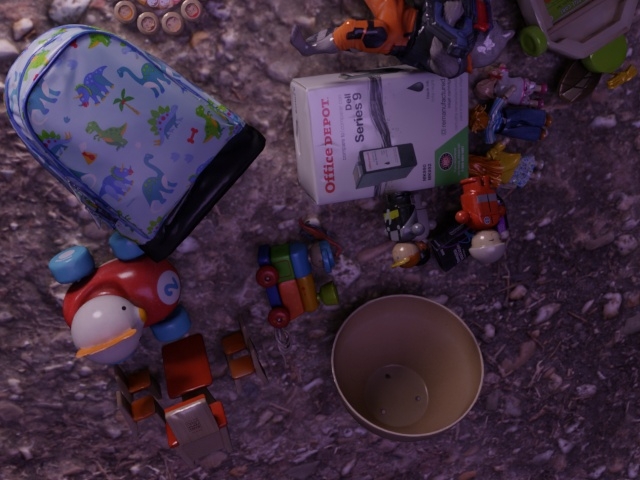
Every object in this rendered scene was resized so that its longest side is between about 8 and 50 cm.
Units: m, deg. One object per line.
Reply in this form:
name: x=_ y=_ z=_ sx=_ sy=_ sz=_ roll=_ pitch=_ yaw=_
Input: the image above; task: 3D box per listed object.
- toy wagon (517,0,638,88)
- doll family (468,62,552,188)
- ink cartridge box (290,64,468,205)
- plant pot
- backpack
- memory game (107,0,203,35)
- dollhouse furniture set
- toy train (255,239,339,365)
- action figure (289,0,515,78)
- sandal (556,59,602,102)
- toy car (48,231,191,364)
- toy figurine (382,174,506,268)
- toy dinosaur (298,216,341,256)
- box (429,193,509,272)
toy wagon: x=0.462 y=-0.430 z=1.198 sx=0.267 sy=0.068 sz=0.344 roll=-32 pitch=109 yaw=-9
doll family: x=0.340 y=-0.191 z=1.257 sx=0.163 sy=0.118 sz=0.262 roll=2 pitch=110 yaw=-15
ink cartridge box: x=0.105 y=-0.192 z=1.193 sx=0.289 sy=0.121 sz=0.211 roll=-11 pitch=113 yaw=-11
plant pot: x=0.161 y=0.275 z=1.334 sx=0.284 sy=0.284 sz=0.191 roll=-14 pitch=149 yaw=-9
backpack: x=-0.302 y=-0.170 z=1.043 sx=0.355 sy=0.273 sz=0.290 roll=42 pitch=89 yaw=-7
memory game: x=-0.261 y=-0.419 z=1.071 sx=0.186 sy=0.012 sz=0.186 roll=-5 pitch=111 yaw=-13
dollhouse furniture set: x=-0.233 y=0.257 z=1.204 sx=0.262 sy=0.259 sz=0.135 roll=-21 pitch=124 yaw=-8
toy train: x=-0.028 y=0.118 z=1.274 sx=0.143 sy=0.105 sz=0.248 roll=-13 pitch=113 yaw=3
action figure: x=0.149 y=-0.370 z=1.102 sx=0.330 sy=0.341 sz=0.178 roll=16 pitch=140 yaw=3
sandal: x=0.503 y=-0.342 z=1.285 sx=0.072 sy=0.049 sz=0.180 roll=26 pitch=87 yaw=-18
toy car: x=-0.335 y=0.127 z=1.137 sx=0.210 sy=0.238 sz=0.219 roll=-22 pitch=115 yaw=-6
toy figurine: x=0.220 y=-0.021 z=1.184 sx=0.210 sy=0.213 sz=0.148 roll=-10 pitch=89 yaw=13
toy dinosaur: x=0.000 y=0.000 z=1.269 sx=0.082 sy=0.090 sz=0.047 roll=29 pitch=91 yaw=22
box: x=0.297 y=-0.012 z=1.334 sx=0.162 sy=0.029 sz=0.116 roll=-35 pitch=149 yaw=2
